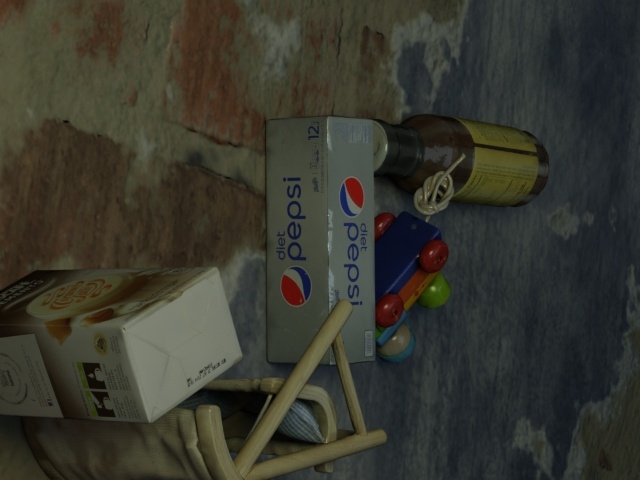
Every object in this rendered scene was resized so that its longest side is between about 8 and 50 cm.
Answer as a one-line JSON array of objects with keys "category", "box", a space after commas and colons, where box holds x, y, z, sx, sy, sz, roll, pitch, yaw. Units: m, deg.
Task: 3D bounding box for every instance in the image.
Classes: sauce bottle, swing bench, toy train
[{"category": "sauce bottle", "box": [0.158, -0.106, 2.316, 0.344, 0.111, 0.111, 7, 84, -51]}, {"category": "swing bench", "box": [-0.116, 0.183, 1.844, 0.255, 0.253, 0.165, -35, 117, -46]}, {"category": "toy train", "box": [0.125, 0.027, 2.239, 0.248, 0.105, 0.143, -50, 142, -14]}]

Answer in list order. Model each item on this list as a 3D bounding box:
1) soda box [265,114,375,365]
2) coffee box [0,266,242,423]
[{"category": "soda box", "box": [0.000, 0.000, 2.121, 0.091, 0.098, 0.286, -1, 90, -51]}, {"category": "coffee box", "box": [-0.217, 0.095, 1.720, 0.141, 0.246, 0.098, -33, 114, -48]}]
